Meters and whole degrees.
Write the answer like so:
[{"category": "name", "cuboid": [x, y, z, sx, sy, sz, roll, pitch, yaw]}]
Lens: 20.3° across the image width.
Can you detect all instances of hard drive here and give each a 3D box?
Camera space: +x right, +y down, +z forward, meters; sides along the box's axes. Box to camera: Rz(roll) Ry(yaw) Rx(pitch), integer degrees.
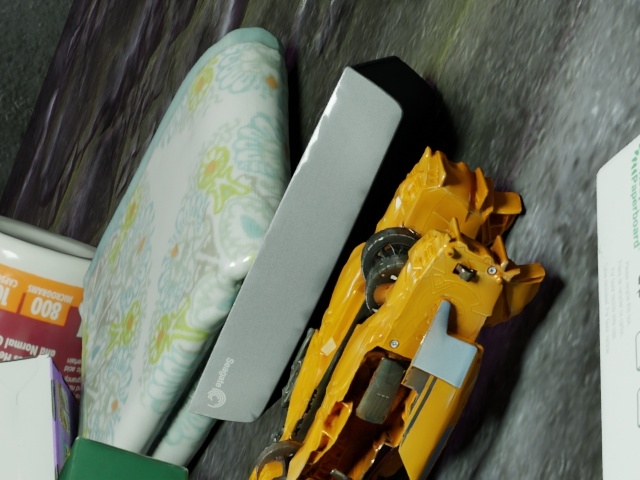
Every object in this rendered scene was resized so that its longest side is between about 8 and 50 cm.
[{"category": "hard drive", "cuboid": [0.000, 0.000, 1.217, 0.255, 0.054, 0.172, -65, -9, 13]}]

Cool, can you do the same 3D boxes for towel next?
[{"category": "towel", "cuboid": [-0.121, 0.038, 1.587, 0.320, 0.090, 0.374, -97, 30, -47]}]

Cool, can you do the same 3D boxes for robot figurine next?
[{"category": "robot figurine", "cuboid": [0.029, 0.101, 1.070, 0.211, 0.085, 0.291, -92, 26, -66]}]

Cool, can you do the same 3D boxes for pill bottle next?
[{"category": "pill bottle", "cuboid": [-0.367, 0.180, 1.935, 0.224, 0.224, 0.392, -153, 81, -71]}]

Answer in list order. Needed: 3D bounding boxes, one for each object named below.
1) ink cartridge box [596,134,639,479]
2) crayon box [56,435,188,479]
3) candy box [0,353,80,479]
[{"category": "ink cartridge box", "cuboid": [0.218, 0.031, 0.645, 0.330, 0.071, 0.324, -45, 32, 48]}, {"category": "crayon box", "cuboid": [-0.220, 0.389, 1.422, 0.363, 0.106, 0.313, 118, 166, -45]}, {"category": "candy box", "cuboid": [-0.256, 0.220, 1.643, 0.196, 0.070, 0.165, 80, -177, -64]}]
